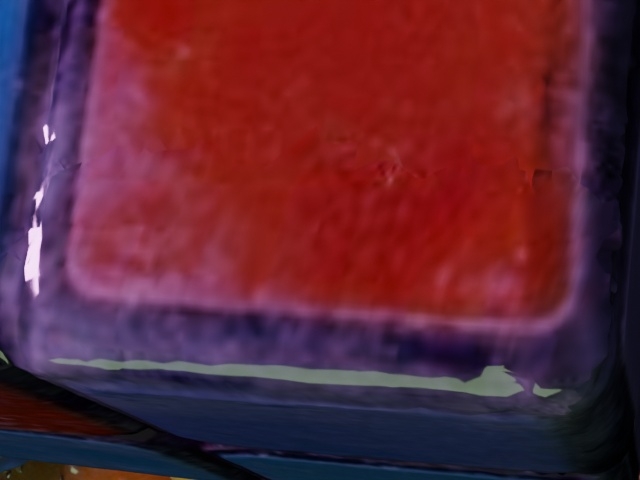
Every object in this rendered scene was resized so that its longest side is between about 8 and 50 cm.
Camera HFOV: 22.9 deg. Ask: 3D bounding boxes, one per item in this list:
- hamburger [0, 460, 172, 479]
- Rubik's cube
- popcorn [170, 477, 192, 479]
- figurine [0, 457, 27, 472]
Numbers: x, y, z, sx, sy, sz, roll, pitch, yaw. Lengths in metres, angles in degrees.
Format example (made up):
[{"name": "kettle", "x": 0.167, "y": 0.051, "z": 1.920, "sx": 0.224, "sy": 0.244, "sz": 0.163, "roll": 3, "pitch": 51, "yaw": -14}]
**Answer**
[{"name": "hamburger", "x": -0.102, "y": 0.061, "z": 1.247, "sx": 0.445, "sy": 0.287, "sz": 0.268, "roll": -25, "pitch": -159, "yaw": -6}, {"name": "Rubik's cube", "x": -0.030, "y": -0.079, "z": 0.562, "sx": 0.318, "sy": 0.313, "sz": 0.316, "roll": 4, "pitch": 167, "yaw": 14}, {"name": "popcorn", "x": -0.010, "y": -0.003, "z": 0.879, "sx": 0.321, "sy": 0.290, "sz": 0.326, "roll": 1, "pitch": 131, "yaw": -46}, {"name": "figurine", "x": -0.224, "y": 0.093, "z": 1.045, "sx": 0.263, "sy": 0.143, "sz": 0.162, "roll": -22, "pitch": 161, "yaw": 32}]
